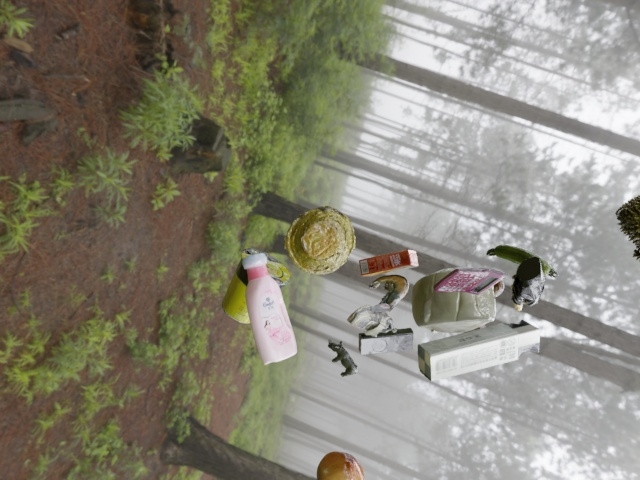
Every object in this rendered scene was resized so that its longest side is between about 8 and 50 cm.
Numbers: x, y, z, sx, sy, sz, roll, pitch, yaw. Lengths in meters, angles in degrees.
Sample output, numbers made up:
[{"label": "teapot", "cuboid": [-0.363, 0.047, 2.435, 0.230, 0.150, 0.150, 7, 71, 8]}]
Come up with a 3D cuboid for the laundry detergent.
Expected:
[{"label": "laundry detergent", "cuboid": [-0.167, 0.207, 1.444, 0.159, 0.087, 0.335, -3, 76, -59]}]

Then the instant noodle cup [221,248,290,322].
[{"label": "instant noodle cup", "cuboid": [-0.256, 0.182, 1.753, 0.236, 0.215, 0.215, -58, 176, 18]}]

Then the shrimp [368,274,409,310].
[{"label": "shrimp", "cuboid": [0.330, 0.284, 2.425, 0.290, 0.222, 0.054, -51, 134, -26]}]

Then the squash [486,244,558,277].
[{"label": "squash", "cuboid": [0.829, 0.072, 1.908, 0.071, 0.318, 0.080, 1, 106, -36]}]

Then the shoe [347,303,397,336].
[{"label": "shoe", "cuboid": [0.164, 0.259, 1.443, 0.180, 0.092, 0.089, 2, 139, -43]}]

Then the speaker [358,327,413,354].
[{"label": "speaker", "cuboid": [0.262, 0.402, 1.841, 0.044, 0.218, 0.082, -114, -158, -68]}]

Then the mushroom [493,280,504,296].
[{"label": "mushroom", "cuboid": [0.799, 0.206, 2.103, 0.088, 0.073, 0.130, -36, 124, -13]}]

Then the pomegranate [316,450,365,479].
[{"label": "pomegranate", "cuboid": [0.079, 0.944, 1.820, 0.209, 0.209, 0.209, 22, 90, -83]}]

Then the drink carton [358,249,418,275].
[{"label": "drink carton", "cuboid": [0.279, 0.093, 1.886, 0.096, 0.222, 0.071, 8, 70, -58]}]

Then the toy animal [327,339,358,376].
[{"label": "toy animal", "cuboid": [0.068, 0.369, 1.461, 0.047, 0.136, 0.065, -25, 167, -42]}]

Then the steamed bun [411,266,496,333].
[{"label": "steamed bun", "cuboid": [0.479, 0.232, 1.785, 0.383, 0.236, 0.247, 142, -50, -67]}]

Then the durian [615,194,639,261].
[{"label": "durian", "cuboid": [1.122, -0.038, 1.503, 0.293, 0.258, 0.258, -83, -173, -51]}]

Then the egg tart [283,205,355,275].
[{"label": "egg tart", "cuboid": [0.001, 0.000, 2.144, 0.132, 0.341, 0.341, 97, 15, -89]}]

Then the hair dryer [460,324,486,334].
[{"label": "hair dryer", "cuboid": [0.620, 0.464, 2.047, 0.220, 0.054, 0.195, -23, 162, -46]}]

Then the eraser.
[{"label": "eraser", "cuboid": [0.515, 0.351, 1.497, 0.096, 0.403, 0.098, -144, -134, -69]}]

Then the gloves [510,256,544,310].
[{"label": "gloves", "cuboid": [0.749, 0.169, 1.677, 0.164, 0.124, 0.203, -57, 142, -20]}]

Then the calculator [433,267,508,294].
[{"label": "calculator", "cuboid": [0.429, 0.114, 1.325, 0.127, 0.190, 0.034, 127, -38, -51]}]
